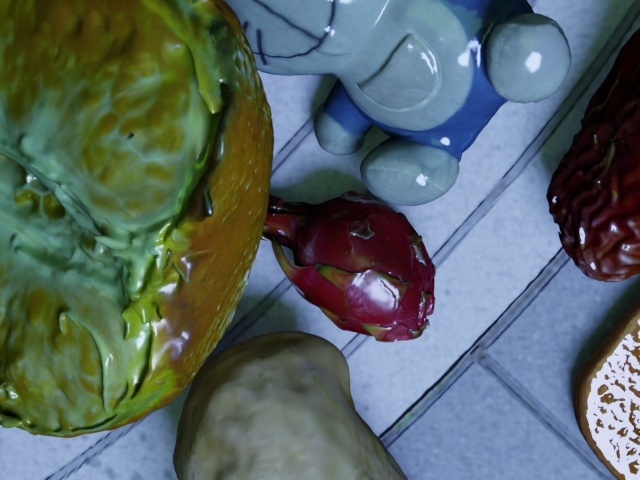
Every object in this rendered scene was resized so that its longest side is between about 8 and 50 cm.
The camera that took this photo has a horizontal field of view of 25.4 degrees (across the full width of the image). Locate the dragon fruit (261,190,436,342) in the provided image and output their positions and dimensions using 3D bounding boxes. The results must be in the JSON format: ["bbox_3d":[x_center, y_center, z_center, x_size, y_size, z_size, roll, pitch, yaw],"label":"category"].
[{"bbox_3d":[0.000,0.000,0.994,0.190,0.094,0.094,31,96,12],"label":"dragon fruit"}]

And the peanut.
[{"bbox_3d":[-0.012,0.255,0.976,0.192,0.169,0.387,-6,91,8],"label":"peanut"}]

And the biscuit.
[{"bbox_3d":[0.287,0.110,1.009,0.186,0.036,0.192,39,95,-3],"label":"biscuit"}]

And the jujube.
[{"bbox_3d":[0.255,-0.070,0.944,0.236,0.168,0.168,-42,91,23],"label":"jujube"}]

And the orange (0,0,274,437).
[{"bbox_3d":[-0.158,-0.046,0.931,0.263,0.196,0.334,16,120,13],"label":"orange"}]

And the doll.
[{"bbox_3d":[0.023,-0.160,0.935,0.258,0.228,0.154,30,51,-11],"label":"doll"}]
